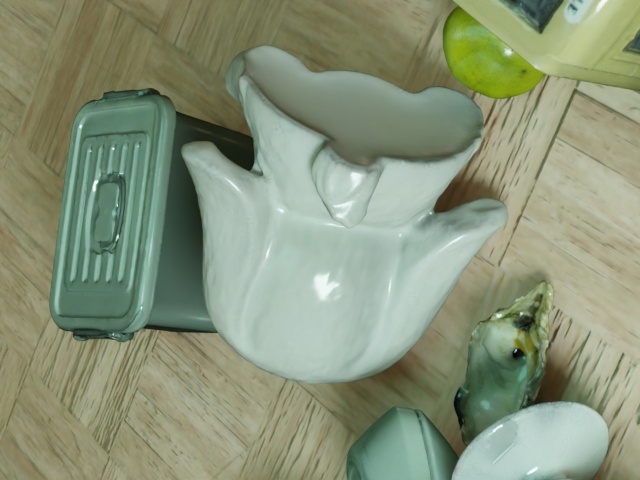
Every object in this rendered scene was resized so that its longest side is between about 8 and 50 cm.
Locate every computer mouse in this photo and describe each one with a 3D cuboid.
[{"bbox_3d":[0.096,0.269,1.468,0.159,0.097,0.288,103,151,-68],"label":"computer mouse"}]

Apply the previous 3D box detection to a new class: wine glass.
[{"bbox_3d":[0.185,0.224,1.338,0.165,0.165,0.196,-55,41,26],"label":"wine glass"}]

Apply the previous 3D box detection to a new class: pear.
[{"bbox_3d":[0.145,-0.156,1.540,0.097,0.092,0.092,79,-163,-82],"label":"pear"}]

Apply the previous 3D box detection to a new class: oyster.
[{"bbox_3d":[0.143,0.116,1.499,0.121,0.045,0.146,-24,70,41],"label":"oyster"}]

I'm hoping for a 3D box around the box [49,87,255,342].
[{"bbox_3d":[-0.157,-0.015,1.824,0.163,0.135,0.243,-3,78,49],"label":"box"}]

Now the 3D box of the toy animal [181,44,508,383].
[{"bbox_3d":[0.000,0.000,1.570,0.206,0.271,0.265,-94,21,-58],"label":"toy animal"}]

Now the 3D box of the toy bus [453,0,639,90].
[{"bbox_3d":[0.233,-0.191,1.230,0.202,0.365,0.177,50,120,31],"label":"toy bus"}]
